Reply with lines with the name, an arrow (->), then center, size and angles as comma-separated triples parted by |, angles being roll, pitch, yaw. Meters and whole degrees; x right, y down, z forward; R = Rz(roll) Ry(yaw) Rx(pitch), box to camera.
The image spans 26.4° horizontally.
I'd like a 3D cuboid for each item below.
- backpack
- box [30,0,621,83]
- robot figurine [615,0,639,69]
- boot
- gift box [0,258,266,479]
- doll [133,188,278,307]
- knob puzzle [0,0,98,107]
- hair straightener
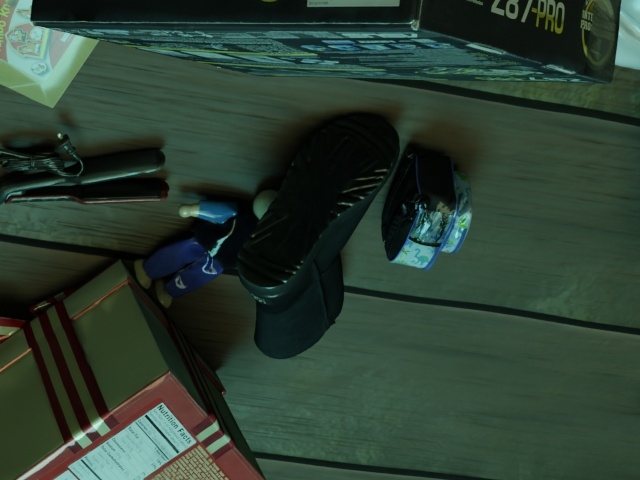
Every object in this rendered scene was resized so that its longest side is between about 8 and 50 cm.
backpack -> 0.117, -0.027, 1.503 | 0.084, 0.105, 0.114 | 13, 129, -14
box -> 0.007, -0.194, 1.148 | 0.318, 0.395, 0.097 | 7, 90, -53
robot figurine -> 0.341, -0.290, 1.245 | 0.300, 0.200, 0.353 | -16, 164, -45
boot -> 0.000, 0.000, 1.511 | 0.094, 0.246, 0.207 | 31, 161, 17
gift box -> -0.255, 0.203, 1.533 | 0.276, 0.258, 0.255 | -31, 127, -3
doll -> -0.119, 0.001, 1.534 | 0.189, 0.046, 0.129 | -31, 124, 16
knob puzzle -> -0.308, -0.242, 1.344 | 0.213, 0.030, 0.213 | -3, 127, -4
hair straightener -> -0.280, -0.082, 1.463 | 0.230, 0.047, 0.089 | 0, 126, -1
